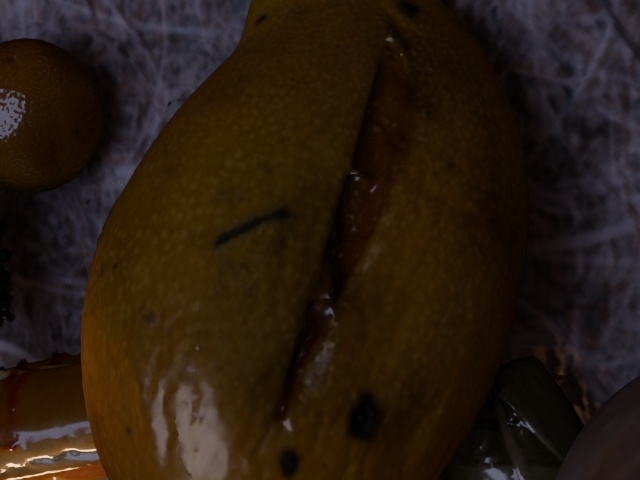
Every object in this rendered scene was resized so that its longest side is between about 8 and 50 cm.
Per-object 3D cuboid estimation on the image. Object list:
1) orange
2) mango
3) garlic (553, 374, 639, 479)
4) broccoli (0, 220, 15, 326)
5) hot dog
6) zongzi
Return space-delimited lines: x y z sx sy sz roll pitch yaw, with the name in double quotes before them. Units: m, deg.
"orange" -0.155 -0.065 0.927 0.085 0.085 0.085 7 103 34
"mango" 0.001 -0.001 0.739 0.177 0.120 0.295 18 69 -2
"garlic" 0.204 0.106 0.683 0.266 0.128 0.148 -14 89 3
"broccoli" -0.340 0.021 0.986 0.353 0.397 0.275 7 69 11
"hot dog" -0.115 0.083 0.894 0.250 0.104 0.076 -13 89 24
"zongzi" 0.135 0.129 0.764 0.176 0.078 0.160 -1 98 25
